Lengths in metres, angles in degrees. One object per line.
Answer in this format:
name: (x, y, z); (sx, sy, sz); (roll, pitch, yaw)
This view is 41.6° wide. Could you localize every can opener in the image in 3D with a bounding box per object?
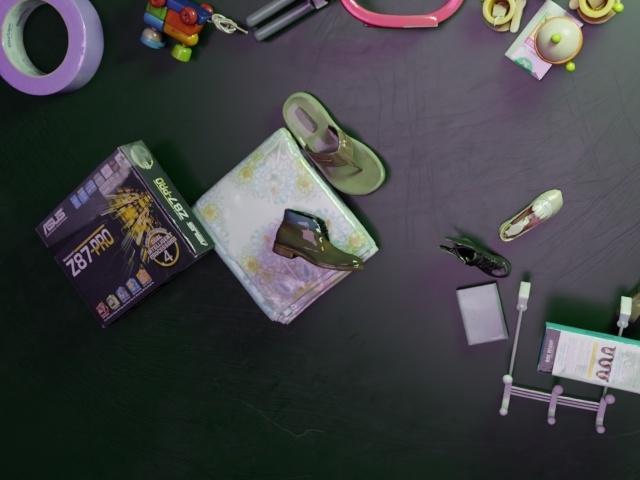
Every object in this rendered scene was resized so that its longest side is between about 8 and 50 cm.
can opener: (-0.047, -0.541, 1.890); (0.280, 0.093, 0.074); (-26, 100, 21)

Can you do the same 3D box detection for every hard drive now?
hard drive: (0.374, 0.170, 1.947); (0.094, 0.022, 0.135); (-12, 97, 17)

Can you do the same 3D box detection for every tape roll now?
tape roll: (-0.677, -0.497, 2.071); (0.275, 0.090, 0.274); (3, 101, 14)

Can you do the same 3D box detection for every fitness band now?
fitness band: (0.174, -0.560, 1.800); (0.291, 0.054, 0.209); (0, 99, -5)

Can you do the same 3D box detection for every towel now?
towel: (-0.091, -0.026, 2.006); (0.320, 0.090, 0.374); (-38, 89, 16)

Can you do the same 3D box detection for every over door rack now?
over door rack: (0.532, 0.269, 1.857); (0.240, 0.108, 0.324); (9, 113, 13)

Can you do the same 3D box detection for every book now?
book: (0.478, -0.428, 1.799); (0.096, 0.035, 0.144); (39, 109, 10)

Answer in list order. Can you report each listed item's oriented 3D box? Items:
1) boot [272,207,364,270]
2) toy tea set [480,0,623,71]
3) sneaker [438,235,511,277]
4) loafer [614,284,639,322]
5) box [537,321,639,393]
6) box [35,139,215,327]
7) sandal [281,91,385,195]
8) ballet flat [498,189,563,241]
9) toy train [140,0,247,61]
boot: (0.000, 0.000, 1.900); (0.219, 0.082, 0.106); (13, 105, 13)
toy tea set: (0.433, -0.497, 1.723); (0.336, 0.124, 0.200); (33, 108, 16)
sneaker: (0.349, 0.040, 1.893); (0.170, 0.089, 0.051); (32, 107, 8)
loafer: (0.709, 0.123, 1.832); (0.050, 0.056, 0.148); (43, 119, 1)
box: (0.586, 0.248, 1.765); (0.244, 0.060, 0.100); (11, 99, 12)
box: (-0.486, -0.009, 2.069); (0.395, 0.097, 0.318); (-34, 88, 32)
sandal: (0.017, -0.215, 1.930); (0.303, 0.086, 0.120); (44, 101, 6)
ballet flat: (0.467, -0.048, 1.862); (0.168, 0.052, 0.057); (-40, 88, 18)
toy train: (-0.303, -0.481, 1.970); (0.248, 0.105, 0.143); (31, 117, 8)
